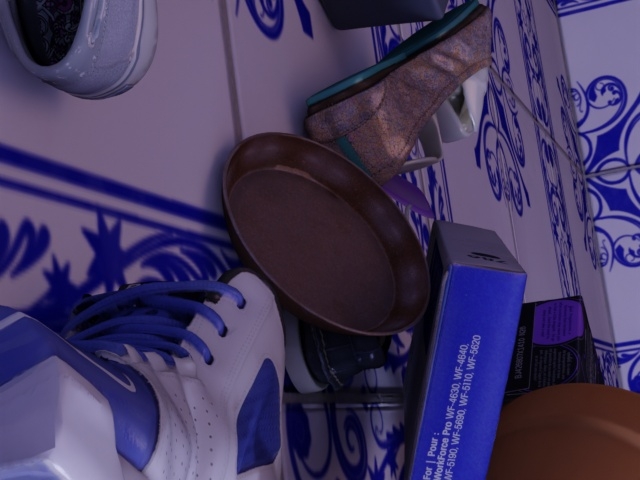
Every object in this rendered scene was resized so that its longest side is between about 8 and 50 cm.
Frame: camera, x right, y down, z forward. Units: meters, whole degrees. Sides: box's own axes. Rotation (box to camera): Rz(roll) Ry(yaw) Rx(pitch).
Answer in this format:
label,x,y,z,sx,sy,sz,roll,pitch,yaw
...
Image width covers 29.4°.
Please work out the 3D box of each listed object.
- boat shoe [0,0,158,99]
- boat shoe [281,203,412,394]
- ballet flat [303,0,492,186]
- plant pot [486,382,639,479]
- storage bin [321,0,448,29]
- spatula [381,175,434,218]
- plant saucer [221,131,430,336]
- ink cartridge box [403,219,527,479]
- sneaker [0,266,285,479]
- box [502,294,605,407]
label,x,y,z,sx,sy,sz,roll,pitch,yaw
boat shoe,-0.127,-0.183,0.586,0.081,0.079,0.228,-8,91,-75
boat shoe,0.036,0.029,0.936,0.254,0.079,0.095,-55,130,-65
ballet flat,0.085,-0.123,1.077,0.316,0.107,0.106,-39,103,-50
plant pot,0.208,0.293,1.026,0.203,0.290,0.291,-30,109,-53
storage bin,0.062,-0.239,1.101,0.098,0.135,0.091,58,39,-49
spatula,0.072,-0.104,1.150,0.084,0.030,0.296,31,31,-13
plant saucer,0.000,0.000,0.821,0.168,0.029,0.168,25,40,-23
ink cartridge box,0.105,0.083,0.938,0.333,0.065,0.165,-56,157,-81
sneaker,-0.090,0.078,0.510,0.315,0.127,0.182,61,21,-57
box,0.233,0.216,1.297,0.165,0.143,0.270,-70,144,-53
